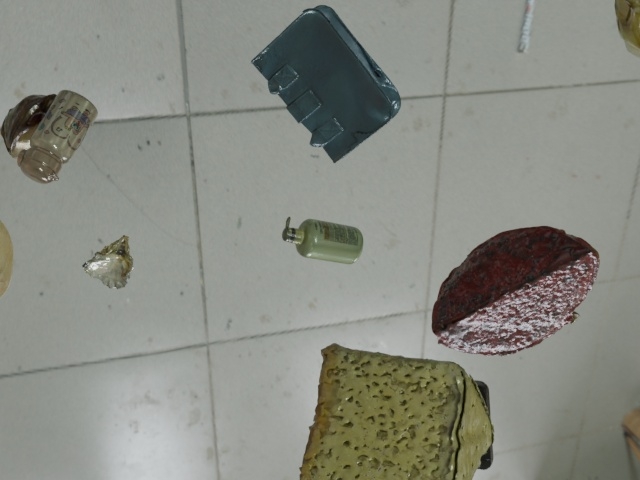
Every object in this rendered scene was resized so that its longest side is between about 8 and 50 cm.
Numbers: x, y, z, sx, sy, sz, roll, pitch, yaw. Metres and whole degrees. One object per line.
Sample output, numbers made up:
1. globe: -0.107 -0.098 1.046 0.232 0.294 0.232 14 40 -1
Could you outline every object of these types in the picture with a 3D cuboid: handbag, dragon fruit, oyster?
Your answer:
1. handbag: 0.009 -0.260 1.202 0.179 0.062 0.229 -35 100 32
2. dragon fruit: 0.360 0.094 1.333 0.317 0.152 0.205 -30 132 13
3. oyster: -0.437 0.051 1.465 0.122 0.045 0.146 -4 140 3

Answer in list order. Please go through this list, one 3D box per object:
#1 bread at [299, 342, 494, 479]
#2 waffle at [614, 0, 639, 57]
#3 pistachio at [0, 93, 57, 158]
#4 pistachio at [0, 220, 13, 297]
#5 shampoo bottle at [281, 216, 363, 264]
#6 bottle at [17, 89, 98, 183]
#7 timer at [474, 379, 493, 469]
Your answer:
1. bread: 0.117 0.318 1.045 0.249 0.279 0.315 -1 139 27
2. waffle: 0.276 -0.157 0.388 0.058 0.282 0.300 -43 124 -15
3. pistachio: -0.690 -0.281 1.713 0.130 0.165 0.210 42 126 -11
4. pistachio: -0.548 0.008 1.080 0.145 0.117 0.200 -31 94 -14
5. shampoo bottle: 0.000 0.000 1.409 0.162 0.079 0.079 9 113 -27
6. bottle: -0.591 -0.227 1.579 0.110 0.097 0.209 20 69 9
7. timer: 0.281 0.376 1.474 0.144 0.055 0.187 -1 102 24
